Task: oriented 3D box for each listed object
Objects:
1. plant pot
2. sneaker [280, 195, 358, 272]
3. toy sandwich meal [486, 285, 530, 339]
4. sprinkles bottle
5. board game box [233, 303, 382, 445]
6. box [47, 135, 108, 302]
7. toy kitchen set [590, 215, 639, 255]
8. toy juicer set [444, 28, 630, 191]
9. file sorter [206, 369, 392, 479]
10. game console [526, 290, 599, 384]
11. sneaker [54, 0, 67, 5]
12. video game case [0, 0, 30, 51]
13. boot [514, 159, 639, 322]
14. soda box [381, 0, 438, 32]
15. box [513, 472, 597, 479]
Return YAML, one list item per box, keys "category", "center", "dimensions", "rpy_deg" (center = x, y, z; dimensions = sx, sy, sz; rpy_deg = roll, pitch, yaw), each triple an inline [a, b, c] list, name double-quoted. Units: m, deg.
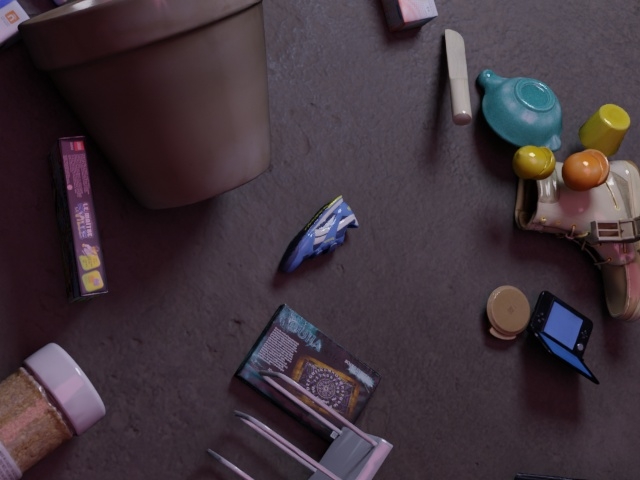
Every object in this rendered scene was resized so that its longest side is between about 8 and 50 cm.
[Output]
- category: "plant pot"
  center: [-0.197, -0.202, 1.558]
  dimensions: [0.323, 0.323, 0.280]
  rpy_deg: [-24, 108, -22]
- category: "sneaker"
  center: [0.000, 0.000, 1.717]
  dimensions: [0.059, 0.053, 0.144]
  rpy_deg: [47, 71, -11]
- category: "toy sandwich meal"
  center: [0.286, 0.112, 1.823]
  dimensions: [0.085, 0.029, 0.086]
  rpy_deg: [4, 79, -22]
- category: "sprinkles bottle"
  center: [-0.443, 0.276, 1.473]
  dimensions: [0.355, 0.121, 0.121]
  rpy_deg: [-37, 96, -21]
- category: "board game box"
  center: [-0.015, 0.195, 1.698]
  dimensions: [0.186, 0.026, 0.126]
  rpy_deg: [38, 71, -12]
- category: "box"
  center: [-0.322, -0.026, 1.564]
  dimensions: [0.036, 0.114, 0.207]
  rpy_deg: [-7, 85, -21]
- category: "toy kitchen set"
  center: [0.462, -0.003, 1.774]
  dimensions: [0.075, 0.083, 0.068]
  rpy_deg: [0, 78, -20]
- category: "toy juicer set"
  center: [0.303, -0.174, 1.815]
  dimensions: [0.329, 0.089, 0.209]
  rpy_deg: [26, 51, 0]
- category: "file sorter"
  center: [-0.074, 0.331, 1.557]
  dimensions: [0.173, 0.193, 0.278]
  rpy_deg: [36, 78, -8]
- category: "game console"
  center: [0.384, 0.148, 1.820]
  dimensions: [0.122, 0.071, 0.107]
  rpy_deg: [33, 72, -28]
- category: "sneaker"
  center: [-0.332, -0.403, 1.641]
  dimensions: [0.152, 0.058, 0.084]
  rpy_deg: [-43, 107, -14]
- category: "video game case"
  center: [-0.557, -0.321, 1.545]
  dimensions: [0.244, 0.061, 0.269]
  rpy_deg: [-40, 97, -22]
- category: "boot"
  center: [0.407, -0.003, 1.847]
  dimensions: [0.203, 0.095, 0.262]
  rpy_deg: [2, 80, -21]
- category: "soda box"
  center: [0.119, -0.416, 1.815]
  dimensions: [0.063, 0.058, 0.183]
  rpy_deg: [-15, 89, -22]
- category: "box"
  center: [0.449, 0.552, 1.726]
  dimensions: [0.293, 0.212, 0.396]
  rpy_deg: [9, 79, -20]
